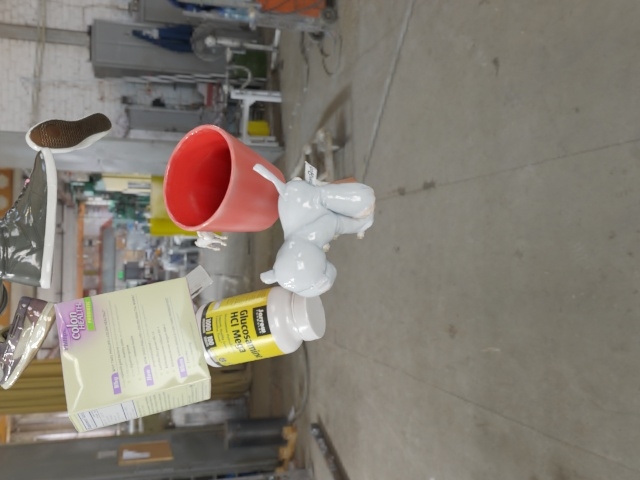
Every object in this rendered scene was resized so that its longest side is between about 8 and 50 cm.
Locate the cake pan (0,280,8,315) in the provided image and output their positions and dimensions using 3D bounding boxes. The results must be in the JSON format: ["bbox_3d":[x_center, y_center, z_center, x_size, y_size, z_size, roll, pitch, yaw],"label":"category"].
[{"bbox_3d":[-0.809,0.088,1.317,0.054,0.293,0.293,-65,25,22],"label":"cake pan"}]

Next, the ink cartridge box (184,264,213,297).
[{"bbox_3d":[-0.471,0.176,2.355,0.045,0.145,0.179,57,169,-33],"label":"ink cartridge box"}]

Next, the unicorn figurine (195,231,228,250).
[{"bbox_3d":[-0.352,-0.010,1.984,0.162,0.111,0.060,-47,37,44],"label":"unicorn figurine"}]

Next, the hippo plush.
[{"bbox_3d":[0.000,0.000,1.338,0.294,0.234,0.236,60,-149,-69],"label":"hippo plush"}]

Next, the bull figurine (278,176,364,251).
[{"bbox_3d":[0.018,-0.080,1.625,0.101,0.310,0.188,7,104,38],"label":"bull figurine"}]

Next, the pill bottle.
[{"bbox_3d":[-0.165,0.233,1.747,0.188,0.334,0.187,-15,-90,-72],"label":"pill bottle"}]

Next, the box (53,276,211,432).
[{"bbox_3d":[-0.344,0.208,1.164,0.117,0.243,0.213,107,147,-56],"label":"box"}]

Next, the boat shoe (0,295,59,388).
[{"bbox_3d":[-0.671,0.222,1.402,0.285,0.092,0.102,-49,17,31],"label":"boat shoe"}]

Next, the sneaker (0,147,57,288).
[{"bbox_3d":[-0.596,-0.053,1.229,0.104,0.147,0.295,142,128,-61],"label":"sneaker"}]

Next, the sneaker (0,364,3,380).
[{"bbox_3d":[-0.811,0.279,1.266,0.169,0.293,0.108,-62,19,14],"label":"sneaker"}]

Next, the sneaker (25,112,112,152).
[{"bbox_3d":[-0.774,-0.306,1.913,0.123,0.290,0.105,-29,91,35],"label":"sneaker"}]

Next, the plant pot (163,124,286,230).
[{"bbox_3d":[-0.239,-0.139,1.670,0.275,0.243,0.274,-9,74,36],"label":"plant pot"}]
